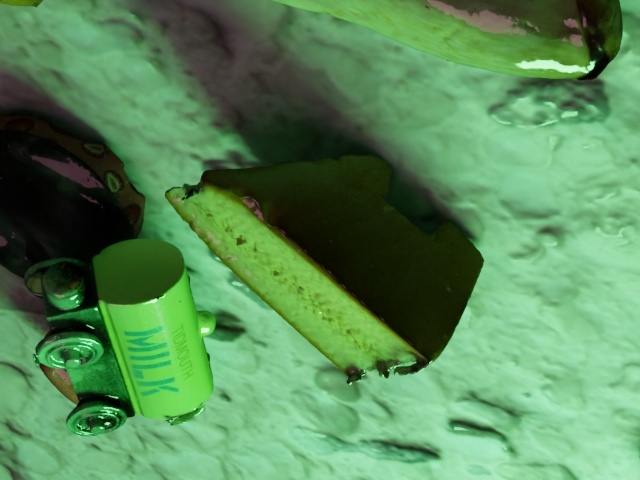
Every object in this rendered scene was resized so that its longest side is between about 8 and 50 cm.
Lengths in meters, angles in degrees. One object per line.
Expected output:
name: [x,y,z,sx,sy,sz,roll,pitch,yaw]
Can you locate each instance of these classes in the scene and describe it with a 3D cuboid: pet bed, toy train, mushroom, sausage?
pet bed: [-0.250,-0.032,1.665,0.201,0.053,0.201,14,136,14]
toy train: [-0.171,0.089,1.679,0.157,0.105,0.253,-12,146,-3]
mushroom: [0.053,-0.185,1.317,0.333,0.087,0.107,19,158,14]
sausage: [-0.232,0.123,1.806,0.094,0.059,0.054,45,138,-15]

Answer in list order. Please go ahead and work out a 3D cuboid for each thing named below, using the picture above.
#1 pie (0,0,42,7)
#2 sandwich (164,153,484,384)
pie: [-0.320,-0.255,1.396,0.273,0.069,0.273,35,174,5]
sandwich: [0.000,0.000,1.509,0.235,0.128,0.122,43,140,-15]
